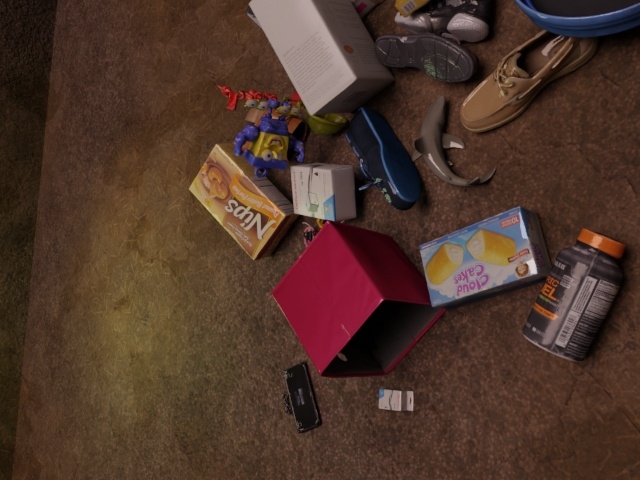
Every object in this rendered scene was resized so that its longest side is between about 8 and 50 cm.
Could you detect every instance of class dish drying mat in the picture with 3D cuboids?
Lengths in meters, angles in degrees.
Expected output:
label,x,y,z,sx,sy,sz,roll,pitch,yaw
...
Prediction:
label,x,y,z,sx,sy,sz,roll,pitch,yaw
dish drying mat,-0.059,-0.419,2.033,0.083,0.008,0.032,27,101,42

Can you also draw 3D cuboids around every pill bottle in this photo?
label,x,y,z,sx,sy,sz,roll,pitch,yaw
pill bottle,0.504,0.102,1.333,0.130,0.130,0.245,30,102,42

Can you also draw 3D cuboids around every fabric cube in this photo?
label,x,y,z,sx,sy,sz,roll,pitch,yaw
fabric cube,0.087,0.145,1.625,0.259,0.254,0.258,-53,52,23

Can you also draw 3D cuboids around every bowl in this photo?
label,x,y,z,sx,sy,sz,roll,pitch,yaw
bowl,0.573,-0.572,1.355,0.391,0.077,0.390,-16,57,26

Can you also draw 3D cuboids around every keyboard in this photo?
label,x,y,z,sx,sy,sz,roll,pitch,yaw
keyboard,-0.060,0.433,1.867,0.108,0.023,0.180,-30,62,28

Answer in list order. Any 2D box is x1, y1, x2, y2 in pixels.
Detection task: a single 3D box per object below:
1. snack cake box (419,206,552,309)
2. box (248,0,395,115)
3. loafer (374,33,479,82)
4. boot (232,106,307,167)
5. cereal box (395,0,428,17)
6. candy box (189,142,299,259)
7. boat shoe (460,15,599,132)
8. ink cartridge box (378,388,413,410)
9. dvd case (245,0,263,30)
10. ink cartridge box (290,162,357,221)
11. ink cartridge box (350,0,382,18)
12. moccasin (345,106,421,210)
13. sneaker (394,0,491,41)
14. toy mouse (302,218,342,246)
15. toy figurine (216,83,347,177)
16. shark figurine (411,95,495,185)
label,x,y,z,sx,sy,sz,roll,pitch,yaw
snack cake box,0.361,0.046,1.503,0.264,0.089,0.152,-24,66,38
box,0.006,-0.519,1.780,0.168,0.215,0.345,-32,82,34
loafer,0.272,-0.468,1.681,0.303,0.095,0.109,26,135,40
boot,-0.158,-0.262,2.046,0.220,0.109,0.283,26,93,38
cereal box,0.273,-0.661,1.666,0.173,0.047,0.240,-29,31,35
candy box,-0.228,-0.117,2.008,0.316,0.088,0.183,46,119,16
boat shoe,0.433,-0.368,1.497,0.341,0.110,0.121,-38,59,31
ink cartridge box,0.182,0.385,1.646,0.083,0.028,0.048,-6,78,42
dvd case,-0.134,-0.740,2.148,0.179,0.030,0.238,-55,52,21
ink cartridge box,0.007,-0.133,1.826,0.191,0.082,0.139,12,111,52
ink cartridge box,0.047,-0.693,1.932,0.235,0.088,0.193,-36,59,32
moccasin,0.155,-0.191,1.730,0.117,0.138,0.341,-48,40,31
sneaker,0.312,-0.575,1.664,0.269,0.101,0.153,21,91,42
toy mouse,0.000,0.000,1.884,0.161,0.031,0.143,17,94,43
toy figurine,-0.126,-0.277,1.856,0.191,0.363,0.217,35,115,48
shark figurine,0.276,-0.202,1.614,0.166,0.116,0.278,-44,54,30
